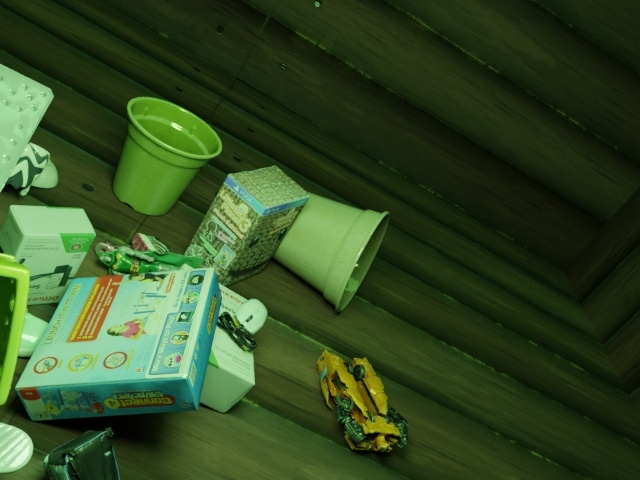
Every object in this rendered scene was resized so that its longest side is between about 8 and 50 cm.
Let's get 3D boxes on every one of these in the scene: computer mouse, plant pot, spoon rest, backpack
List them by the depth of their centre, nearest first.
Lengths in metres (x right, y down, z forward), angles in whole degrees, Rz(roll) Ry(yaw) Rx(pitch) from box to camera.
[{"bbox_3d":[-0.607,0.118,1.045,0.228,0.227,0.207,10,6,-29],"label":"plant pot"},{"bbox_3d":[-0.387,0.380,1.068,0.105,0.084,0.115,-24,102,-58],"label":"backpack"},{"bbox_3d":[-0.161,0.173,1.477,0.106,0.042,0.193,46,19,-4],"label":"computer mouse"},{"bbox_3d":[-0.793,-0.207,1.647,0.276,0.084,0.137,28,24,-44],"label":"spoon rest"},{"bbox_3d":[-0.456,-0.220,1.836,0.276,0.254,0.276,27,27,-15],"label":"plant pot"},{"bbox_3d":[0.000,0.000,1.969,0.305,0.334,0.334,27,24,12],"label":"plant pot"}]

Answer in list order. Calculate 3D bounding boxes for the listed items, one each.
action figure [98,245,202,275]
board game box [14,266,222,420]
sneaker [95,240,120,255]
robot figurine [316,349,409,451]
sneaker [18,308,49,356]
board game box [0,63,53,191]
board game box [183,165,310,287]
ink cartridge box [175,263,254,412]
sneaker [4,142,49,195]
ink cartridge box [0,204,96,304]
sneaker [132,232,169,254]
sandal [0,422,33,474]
[{"bbox_3d":[-0.414,0.072,1.557,0.232,0.137,0.063,18,6,-10],"label":"action figure"},{"bbox_3d":[-0.360,0.185,1.233,0.301,0.086,0.308,-5,35,5],"label":"board game box"},{"bbox_3d":[-0.490,0.037,1.605,0.119,0.047,0.057,33,14,-6],"label":"sneaker"},{"bbox_3d":[0.099,0.402,1.607,0.211,0.085,0.291,16,30,-31],"label":"robot figurine"},{"bbox_3d":[-0.594,0.117,1.216,0.255,0.151,0.094,26,25,-18],"label":"sneaker"},{"bbox_3d":[-0.846,-0.248,1.402,0.389,0.050,0.390,26,67,-17],"label":"board game box"},{"bbox_3d":[-0.200,-0.038,1.780,0.141,0.291,0.232,41,27,15],"label":"board game box"},{"bbox_3d":[-0.260,0.210,1.447,0.201,0.117,0.278,35,23,-27],"label":"ink cartridge box"},{"bbox_3d":[-0.773,-0.185,1.523,0.094,0.153,0.235,1,-22,46],"label":"sneaker"},{"bbox_3d":[-0.572,0.034,1.319,0.153,0.208,0.087,-1,46,-49],"label":"ink cartridge box"},{"bbox_3d":[-0.407,0.045,1.657,0.074,0.063,0.170,-3,43,-51],"label":"sneaker"},{"bbox_3d":[-0.572,0.314,0.985,0.265,0.076,0.102,16,45,-6],"label":"sandal"}]
